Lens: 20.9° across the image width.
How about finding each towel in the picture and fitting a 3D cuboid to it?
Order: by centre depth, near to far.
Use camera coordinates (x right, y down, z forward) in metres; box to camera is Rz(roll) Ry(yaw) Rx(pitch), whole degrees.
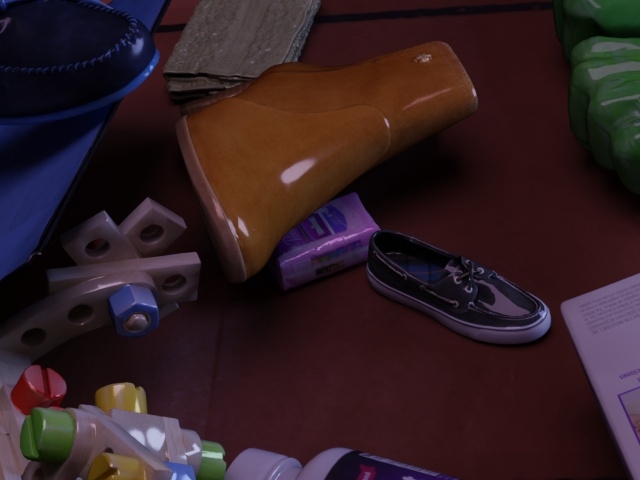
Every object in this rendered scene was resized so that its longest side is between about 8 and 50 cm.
[{"bbox_3d":[-0.063,-0.167,1.437,0.110,0.027,0.148,4,46,15],"label":"towel"}]

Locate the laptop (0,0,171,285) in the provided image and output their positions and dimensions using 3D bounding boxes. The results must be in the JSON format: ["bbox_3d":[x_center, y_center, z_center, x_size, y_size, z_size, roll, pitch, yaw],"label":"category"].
[{"bbox_3d":[-0.342,-0.083,1.212,0.408,0.236,0.382,17,41,1],"label":"laptop"}]

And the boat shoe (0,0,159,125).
[{"bbox_3d":[-0.229,-0.132,1.133,0.258,0.089,0.109,2,40,27],"label":"boat shoe"}]

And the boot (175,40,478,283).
[{"bbox_3d":[0.010,-0.074,1.227,0.211,0.104,0.295,-16,22,0],"label":"boot"}]

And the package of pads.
[{"bbox_3d":[0.000,0.000,1.249,0.083,0.032,0.050,-21,41,-12],"label":"package of pads"}]

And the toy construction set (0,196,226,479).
[{"bbox_3d":[-0.151,0.111,1.040,0.151,0.215,0.327,21,29,-21],"label":"toy construction set"}]

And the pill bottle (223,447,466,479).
[{"bbox_3d":[0.037,0.181,1.000,0.194,0.108,0.108,12,48,22],"label":"pill bottle"}]

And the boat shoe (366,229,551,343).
[{"bbox_3d":[0.092,0.031,1.195,0.142,0.040,0.049,19,50,27],"label":"boat shoe"}]

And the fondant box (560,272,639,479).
[{"bbox_3d":[0.296,0.123,0.959,0.238,0.096,0.330,-21,36,5],"label":"fondant box"}]

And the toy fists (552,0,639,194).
[{"bbox_3d":[0.249,-0.138,1.307,0.142,0.096,0.279,3,43,-2],"label":"toy fists"}]
